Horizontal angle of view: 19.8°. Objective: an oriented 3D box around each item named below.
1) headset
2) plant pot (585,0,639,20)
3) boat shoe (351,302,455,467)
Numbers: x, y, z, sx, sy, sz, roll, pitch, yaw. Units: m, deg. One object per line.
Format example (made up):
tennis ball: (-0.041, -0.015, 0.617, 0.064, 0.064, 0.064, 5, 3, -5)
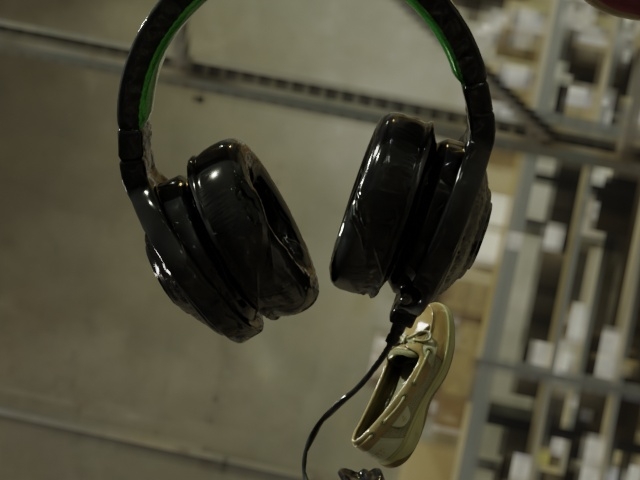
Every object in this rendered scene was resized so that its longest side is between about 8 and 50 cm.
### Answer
headset: (0.000, 0.000, 1.185, 0.185, 0.243, 0.394, -80, -18, -78)
plant pot: (0.237, -0.267, 1.318, 0.201, 0.201, 0.180, 93, 180, -55)
boat shoe: (0.070, 0.115, 1.555, 0.056, 0.048, 0.153, -8, 54, 54)
